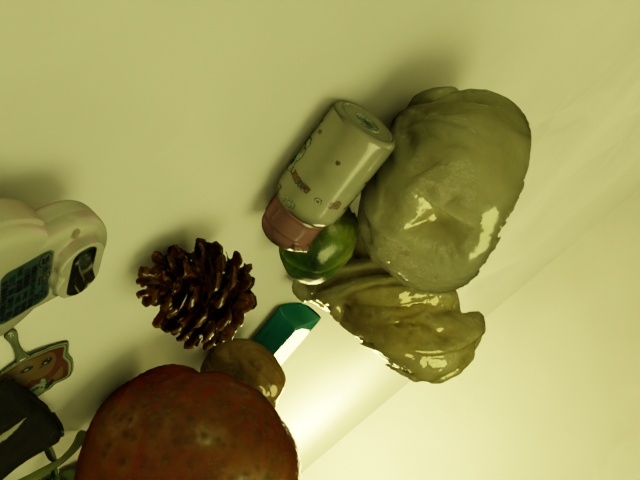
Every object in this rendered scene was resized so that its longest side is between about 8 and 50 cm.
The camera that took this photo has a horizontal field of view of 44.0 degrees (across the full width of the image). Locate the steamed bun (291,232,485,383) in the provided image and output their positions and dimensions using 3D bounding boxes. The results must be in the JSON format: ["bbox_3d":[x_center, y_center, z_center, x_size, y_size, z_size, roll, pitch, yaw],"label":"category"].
[{"bbox_3d":[0.148,0.110,1.505,0.230,0.372,0.325,-56,176,-2],"label":"steamed bun"}]

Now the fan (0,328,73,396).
[{"bbox_3d":[-0.408,0.174,1.098,0.132,0.009,0.220,-31,157,-26],"label":"fan"}]

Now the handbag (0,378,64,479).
[{"bbox_3d":[-0.492,0.312,1.117,0.247,0.080,0.223,-32,158,-16],"label":"handbag"}]

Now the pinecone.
[{"bbox_3d":[-0.176,0.072,1.112,0.173,0.173,0.173,-35,158,-16],"label":"pinecone"}]

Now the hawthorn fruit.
[{"bbox_3d":[-0.235,0.422,1.321,0.403,0.403,0.403,-35,158,-16],"label":"hawthorn fruit"}]

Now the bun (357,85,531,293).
[{"bbox_3d":[0.176,-0.090,1.246,0.360,0.211,0.360,-157,-90,-88],"label":"bun"}]

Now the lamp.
[{"bbox_3d":[-0.333,0.022,0.794,0.246,0.108,0.179,-25,158,-40],"label":"lamp"}]

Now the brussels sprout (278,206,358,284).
[{"bbox_3d":[-0.003,-0.003,1.296,0.155,0.117,0.155,25,90,-85],"label":"brussels sprout"}]

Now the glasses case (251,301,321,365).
[{"bbox_3d":[-0.129,0.252,1.651,0.301,0.070,0.117,-52,162,21],"label":"glasses case"}]

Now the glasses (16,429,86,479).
[{"bbox_3d":[-0.481,0.397,1.320,0.239,0.102,0.207,86,19,-64],"label":"glasses"}]

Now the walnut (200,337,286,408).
[{"bbox_3d":[-0.147,0.263,1.509,0.166,0.166,0.149,-52,176,27],"label":"walnut"}]

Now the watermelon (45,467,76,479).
[{"bbox_3d":[-0.487,0.588,1.543,0.330,0.189,0.331,-31,161,-12],"label":"watermelon"}]

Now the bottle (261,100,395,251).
[{"bbox_3d":[0.001,-0.084,1.157,0.233,0.110,0.110,-51,157,26],"label":"bottle"}]
